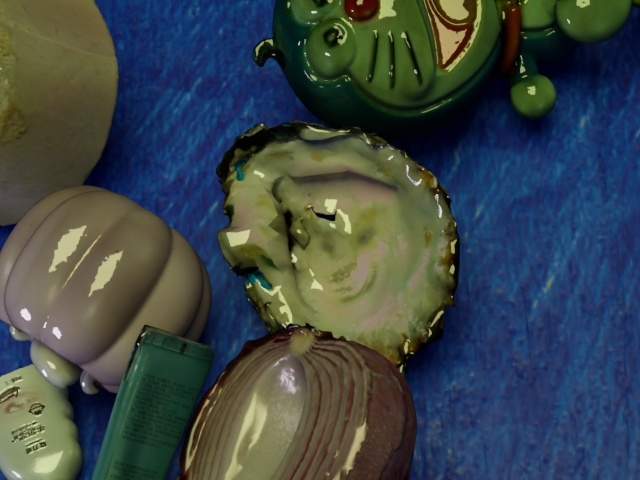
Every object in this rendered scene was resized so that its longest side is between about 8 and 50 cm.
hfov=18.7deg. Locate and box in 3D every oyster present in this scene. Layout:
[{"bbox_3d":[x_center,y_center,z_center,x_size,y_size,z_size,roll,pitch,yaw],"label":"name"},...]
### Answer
[{"bbox_3d":[0.005,0.002,1.622,0.259,0.092,0.198,28,96,19],"label":"oyster"}]

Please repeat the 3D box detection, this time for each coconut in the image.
[{"bbox_3d":[-0.294,-0.139,1.693,0.239,0.244,0.239,-5,81,31],"label":"coconut"}]

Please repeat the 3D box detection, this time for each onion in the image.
[{"bbox_3d":[-0.029,0.210,1.492,0.227,0.120,0.284,10,68,59],"label":"onion"}]

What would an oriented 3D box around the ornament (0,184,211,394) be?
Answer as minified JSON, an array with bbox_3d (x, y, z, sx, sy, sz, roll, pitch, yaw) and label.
[{"bbox_3d":[-0.183,0.047,1.596,0.177,0.177,0.177,-4,59,7],"label":"ornament"}]

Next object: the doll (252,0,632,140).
[{"bbox_3d":[0.097,-0.190,1.688,0.321,0.186,0.199,-8,78,-10],"label":"doll"}]

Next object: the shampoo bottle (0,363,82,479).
[{"bbox_3d":[-0.229,0.178,1.598,0.077,0.045,0.152,-21,59,-4],"label":"shampoo bottle"}]

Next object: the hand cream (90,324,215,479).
[{"bbox_3d":[-0.150,0.181,1.538,0.048,0.083,0.224,18,87,46],"label":"hand cream"}]

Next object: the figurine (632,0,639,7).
[{"bbox_3d":[0.356,-0.286,1.734,0.162,0.143,0.263,18,53,12],"label":"figurine"}]
